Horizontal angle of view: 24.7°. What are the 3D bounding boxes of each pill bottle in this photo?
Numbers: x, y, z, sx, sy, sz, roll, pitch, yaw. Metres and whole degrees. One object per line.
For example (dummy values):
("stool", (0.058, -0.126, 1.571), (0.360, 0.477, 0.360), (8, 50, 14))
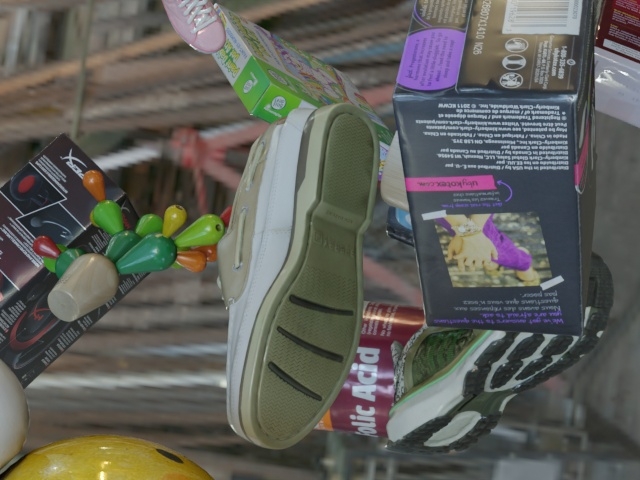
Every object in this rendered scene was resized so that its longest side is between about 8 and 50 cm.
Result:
("pill bottle", (0.065, 0.210, 2.420), (0.224, 0.392, 0.224), (5, -90, -79))

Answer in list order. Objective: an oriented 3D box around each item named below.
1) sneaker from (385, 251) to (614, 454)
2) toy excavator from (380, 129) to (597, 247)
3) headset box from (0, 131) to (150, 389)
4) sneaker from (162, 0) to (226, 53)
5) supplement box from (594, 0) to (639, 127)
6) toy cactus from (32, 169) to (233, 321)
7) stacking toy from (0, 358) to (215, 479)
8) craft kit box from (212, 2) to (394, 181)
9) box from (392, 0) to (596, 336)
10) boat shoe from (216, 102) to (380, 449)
("sneaker", (0.186, 0.104, 1.771), (0.410, 0.158, 0.182), (-47, 50, 42))
("toy excavator", (0.200, -0.112, 1.904), (0.433, 0.222, 0.445), (-56, -22, -31))
("headset box", (-0.330, 0.052, 1.596), (0.293, 0.110, 0.218), (-44, -18, -10))
("sneaker", (-0.148, -0.267, 1.619), (0.134, 0.051, 0.070), (58, 171, -9))
("supplement box", (0.361, -0.224, 1.620), (0.239, 0.130, 0.073), (-66, -1, -45))
("toy cactus", (-0.194, 0.010, 1.382), (0.180, 0.219, 0.112), (-49, -47, -54))
("stacking toy", (-0.128, 0.246, 0.927), (0.350, 0.480, 0.350), (-43, 7, 7))
("craft kit box", (-0.026, -0.200, 1.979), (0.061, 0.247, 0.250), (-56, 36, 18))
("box", (0.155, -0.069, 1.219), (0.270, 0.143, 0.165), (78, -160, -45))
("boat shoe", (-0.030, 0.031, 1.249), (0.103, 0.113, 0.302), (-4, 64, 43))
